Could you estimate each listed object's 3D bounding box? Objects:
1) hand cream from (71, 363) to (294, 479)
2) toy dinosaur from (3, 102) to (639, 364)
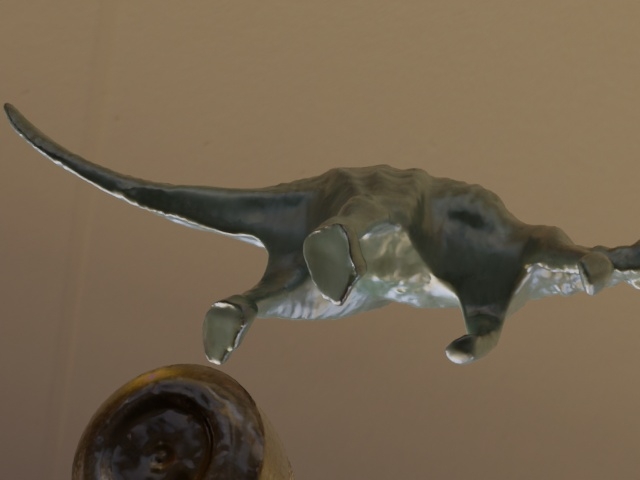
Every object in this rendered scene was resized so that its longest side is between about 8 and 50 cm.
[{"bbox_3d":[-0.031,0.132,0.629,0.084,0.084,0.203,-7,-32,18],"label":"hand cream"},{"bbox_3d":[0.000,0.000,0.713,0.393,0.205,0.092,11,-70,25],"label":"toy dinosaur"}]
